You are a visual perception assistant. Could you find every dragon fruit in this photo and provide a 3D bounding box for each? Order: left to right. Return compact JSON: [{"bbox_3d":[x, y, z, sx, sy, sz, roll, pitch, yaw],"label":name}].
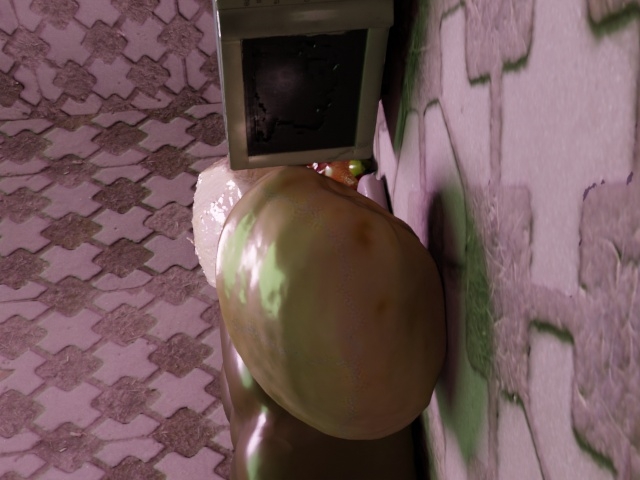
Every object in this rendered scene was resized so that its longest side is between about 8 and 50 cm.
[{"bbox_3d":[0.026,-0.106,1.427,0.142,0.175,0.138,37,-130,-55],"label":"dragon fruit"}]

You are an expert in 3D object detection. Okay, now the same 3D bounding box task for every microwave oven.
[{"bbox_3d":[-0.024,-0.295,1.116,0.355,0.218,0.286,93,171,-58],"label":"microwave oven"}]

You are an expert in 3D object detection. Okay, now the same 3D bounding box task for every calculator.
[{"bbox_3d":[0.080,-0.009,1.288,0.100,0.032,0.175,96,166,-62],"label":"calculator"}]

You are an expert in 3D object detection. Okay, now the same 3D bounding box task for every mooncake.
[{"bbox_3d":[-0.013,0.273,1.378,0.467,0.262,0.467,176,90,-83],"label":"mooncake"}]

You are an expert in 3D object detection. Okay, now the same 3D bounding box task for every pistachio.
[{"bbox_3d":[0.016,0.067,1.018,0.229,0.238,0.321,-95,-19,-71],"label":"pistachio"}]

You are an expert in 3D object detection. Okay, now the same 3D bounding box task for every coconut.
[{"bbox_3d":[-0.096,-0.040,1.774,0.254,0.297,0.297,-11,84,56],"label":"coconut"}]
